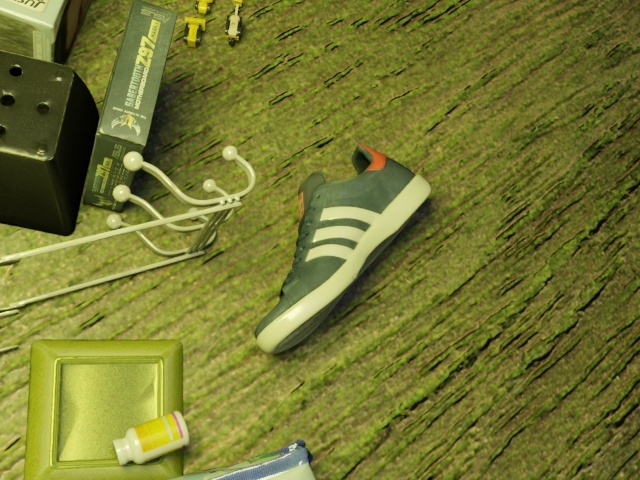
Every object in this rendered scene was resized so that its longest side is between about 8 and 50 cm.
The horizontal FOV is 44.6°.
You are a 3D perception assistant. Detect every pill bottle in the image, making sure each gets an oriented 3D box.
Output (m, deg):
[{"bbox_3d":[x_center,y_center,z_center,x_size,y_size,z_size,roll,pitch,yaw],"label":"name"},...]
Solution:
[{"bbox_3d":[-0.198,0.233,0.912,0.083,0.043,0.043,-17,78,-23],"label":"pill bottle"}]

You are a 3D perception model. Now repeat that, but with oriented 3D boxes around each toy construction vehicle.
[{"bbox_3d":[-0.161,-0.330,1.179,0.085,0.035,0.098,5,68,-5],"label":"toy construction vehicle"}]

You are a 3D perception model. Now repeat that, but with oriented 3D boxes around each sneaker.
[{"bbox_3d":[0.000,0.000,1.074,0.148,0.131,0.350,40,59,6],"label":"sneaker"}]

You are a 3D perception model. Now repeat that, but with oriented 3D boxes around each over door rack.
[{"bbox_3d":[-0.253,-0.001,0.917,0.324,0.239,0.108,-28,84,-25],"label":"over door rack"}]

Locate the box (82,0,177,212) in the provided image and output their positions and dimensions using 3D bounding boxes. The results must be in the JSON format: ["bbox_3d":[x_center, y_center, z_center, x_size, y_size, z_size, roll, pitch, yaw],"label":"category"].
[{"bbox_3d":[-0.243,-0.159,0.979,0.059,0.232,0.184,14,69,-16],"label":"box"}]

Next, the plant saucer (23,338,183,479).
[{"bbox_3d":[-0.259,0.210,0.951,0.188,0.045,0.189,2,72,-18],"label":"plant saucer"}]

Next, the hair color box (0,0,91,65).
[{"bbox_3d":[-0.354,-0.405,1.053,0.113,0.185,0.375,18,67,-12],"label":"hair color box"}]

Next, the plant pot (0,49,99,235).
[{"bbox_3d":[-0.380,-0.133,0.963,0.188,0.167,0.188,12,69,-15],"label":"plant pot"}]

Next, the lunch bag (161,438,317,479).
[{"bbox_3d":[-0.152,0.423,0.818,0.385,0.239,0.328,-15,77,-6],"label":"lunch bag"}]
